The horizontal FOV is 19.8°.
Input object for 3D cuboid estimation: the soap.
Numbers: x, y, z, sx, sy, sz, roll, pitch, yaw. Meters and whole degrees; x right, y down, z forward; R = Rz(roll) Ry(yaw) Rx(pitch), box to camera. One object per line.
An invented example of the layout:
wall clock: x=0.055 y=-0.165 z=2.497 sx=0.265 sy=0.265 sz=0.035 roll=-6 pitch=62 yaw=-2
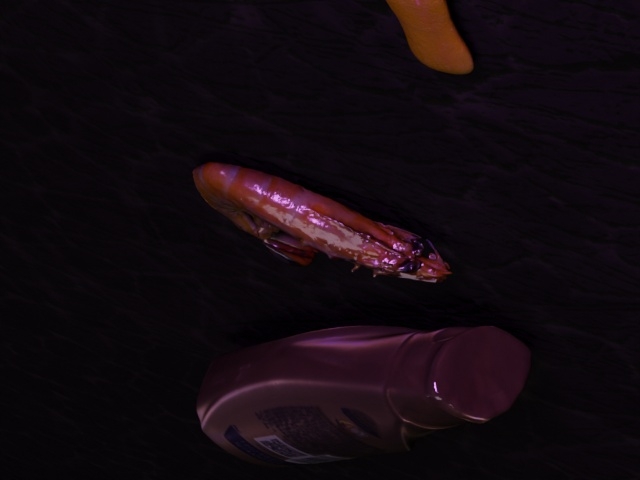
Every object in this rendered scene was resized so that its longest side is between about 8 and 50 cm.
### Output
soap: x=0.050 y=-0.104 z=0.867 sx=0.034 sy=0.012 sz=0.089 roll=12 pitch=157 yaw=27

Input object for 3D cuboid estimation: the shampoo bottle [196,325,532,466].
shampoo bottle: x=0.026 y=0.112 z=1.336 sx=0.125 sy=0.084 sz=0.350 roll=28 pitch=159 yaw=-20

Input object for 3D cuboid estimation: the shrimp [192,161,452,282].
shrimp: x=-0.001 y=0.001 z=1.159 sx=0.178 sy=0.034 sz=0.124 roll=21 pitch=163 yaw=9
